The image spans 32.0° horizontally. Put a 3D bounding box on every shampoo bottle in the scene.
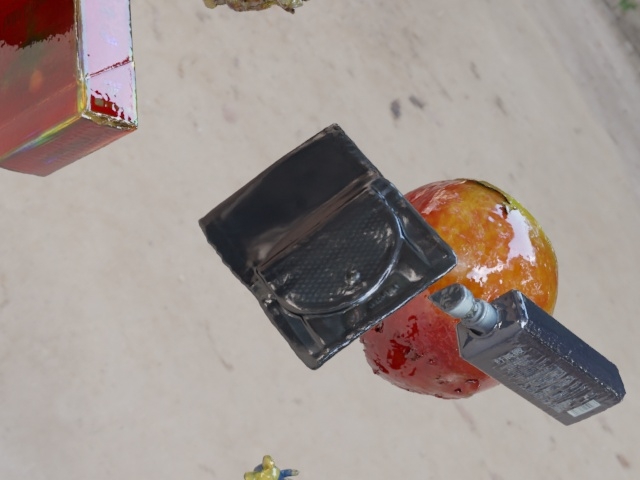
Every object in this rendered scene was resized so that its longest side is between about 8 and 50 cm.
[{"bbox_3d":[0.248,0.133,1.350,0.309,0.098,0.071,34,38,-38],"label":"shampoo bottle"}]

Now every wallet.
[{"bbox_3d":[0.000,0.000,1.471,0.323,0.247,0.041,51,-5,40],"label":"wallet"}]

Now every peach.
[{"bbox_3d":[0.217,0.086,1.873,0.370,0.370,0.370,42,25,-25],"label":"peach"}]

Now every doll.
[{"bbox_3d":[-0.074,0.454,2.027,0.089,0.102,0.179,46,-2,39],"label":"doll"}]

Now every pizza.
[{"bbox_3d":[-0.103,-0.408,1.831,0.193,0.154,0.069,8,67,-11],"label":"pizza"}]

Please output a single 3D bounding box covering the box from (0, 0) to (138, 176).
[{"bbox_3d":[-0.321,-0.257,1.370,0.089,0.197,0.313,12,67,-46],"label":"box"}]
